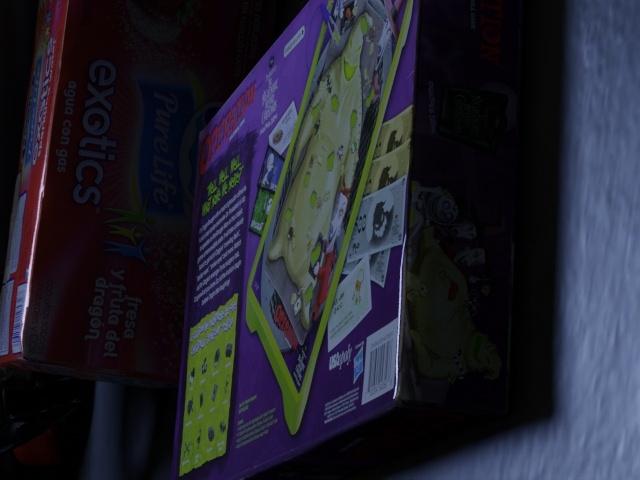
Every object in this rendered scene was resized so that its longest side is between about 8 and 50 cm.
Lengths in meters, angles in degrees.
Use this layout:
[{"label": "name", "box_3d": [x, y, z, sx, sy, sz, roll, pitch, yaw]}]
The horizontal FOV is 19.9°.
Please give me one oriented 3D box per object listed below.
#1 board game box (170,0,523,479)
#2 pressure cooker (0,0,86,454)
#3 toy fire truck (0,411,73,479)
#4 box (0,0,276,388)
[{"label": "board game box", "box_3d": [0.000, 0.000, 0.797, 0.347, 0.056, 0.208, 142, 130, -68]}, {"label": "pressure cooker", "box_3d": [-0.308, -0.049, 1.261, 0.370, 0.375, 0.421, -162, 67, -80]}, {"label": "toy fire truck", "box_3d": [-0.293, 0.120, 1.601, 0.254, 0.169, 0.302, 85, -178, -60]}, {"label": "box", "box_3d": [-0.107, -0.047, 1.053, 0.128, 0.122, 0.257, 161, 116, -72]}]
